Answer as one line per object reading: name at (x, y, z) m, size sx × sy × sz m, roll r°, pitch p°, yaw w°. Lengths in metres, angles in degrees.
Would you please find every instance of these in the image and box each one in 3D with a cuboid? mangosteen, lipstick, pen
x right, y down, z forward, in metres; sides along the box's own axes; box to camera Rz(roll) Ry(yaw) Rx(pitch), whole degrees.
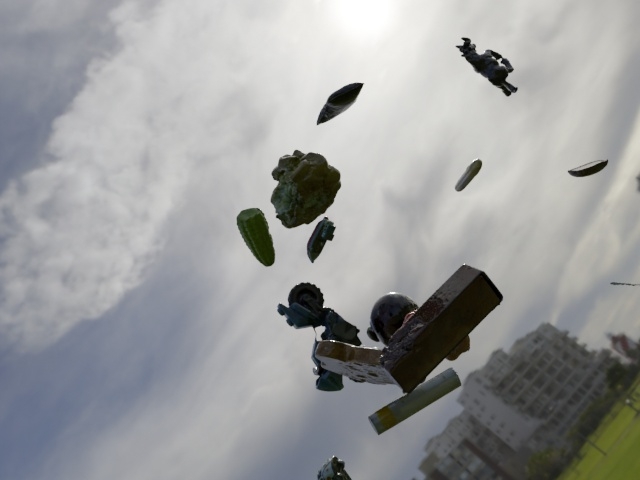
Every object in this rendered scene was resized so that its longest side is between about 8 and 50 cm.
mangosteen at (0.261, 0.293, 2.406) m, size 0.216 × 0.216 × 0.216 m, roll -38°, pitch -29°, yaw -26°
lipstick at (0.252, 0.427, 1.801) m, size 0.264 × 0.059 × 0.059 m, roll -28°, pitch -30°, yaw -9°
pen at (0.382, -0.169, 1.753) m, size 0.040 × 0.032 × 0.233 m, roll -57°, pitch -5°, yaw -9°

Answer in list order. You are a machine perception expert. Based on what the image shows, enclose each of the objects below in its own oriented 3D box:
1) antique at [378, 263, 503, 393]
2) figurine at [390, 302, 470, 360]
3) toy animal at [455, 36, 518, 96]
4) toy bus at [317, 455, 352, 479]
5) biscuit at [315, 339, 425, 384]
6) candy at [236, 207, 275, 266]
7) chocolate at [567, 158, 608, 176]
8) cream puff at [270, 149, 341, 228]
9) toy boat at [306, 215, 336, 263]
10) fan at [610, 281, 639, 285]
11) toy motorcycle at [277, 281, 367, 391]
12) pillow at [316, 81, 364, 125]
antique at (0.258, 0.195, 1.501) m, size 0.310 × 0.087 × 0.093 m, roll -44°, pitch -69°, yaw -6°
figurine at (0.318, 0.306, 2.069) m, size 0.257 × 0.181 × 0.208 m, roll -11°, pitch -27°, yaw -47°
toy animal at (0.498, -0.507, 2.006) m, size 0.148 × 0.232 × 0.084 m, roll -22°, pitch -24°, yaw -51°
toy bus at (0.062, 0.749, 2.043) m, size 0.089 × 0.193 × 0.087 m, roll -31°, pitch 12°, yaw 14°
biscuit at (0.115, 0.316, 1.768) m, size 0.344 × 0.287 × 0.057 m, roll -29°, pitch 43°, yaw 63°
candy at (-0.197, -0.005, 2.169) m, size 0.097 × 0.097 × 0.209 m, roll -36°, pitch -60°, yaw -28°
chocolate at (0.722, -0.191, 1.820) m, size 0.101 × 0.064 × 0.031 m, roll -21°, pitch -78°, yaw -17°
cream puff at (-0.047, -0.158, 1.837) m, size 0.195 × 0.195 × 0.221 m, roll -26°, pitch -28°, yaw -41°
toy boat at (0.000, 0.000, 2.424) m, size 0.069 × 0.059 × 0.172 m, roll 15°, pitch -73°, yaw -49°
fan at (0.850, 0.112, 1.623) m, size 0.010 × 0.310 × 0.182 m, roll -16°, pitch -79°, yaw -44°
toy motorcycle at (0.005, 0.345, 2.306) m, size 0.232 × 0.416 × 0.172 m, roll -38°, pitch -5°, yaw -17°
pillow at (0.060, -0.432, 2.118) m, size 0.141 × 0.055 × 0.208 m, roll -34°, pitch -1°, yaw -15°
